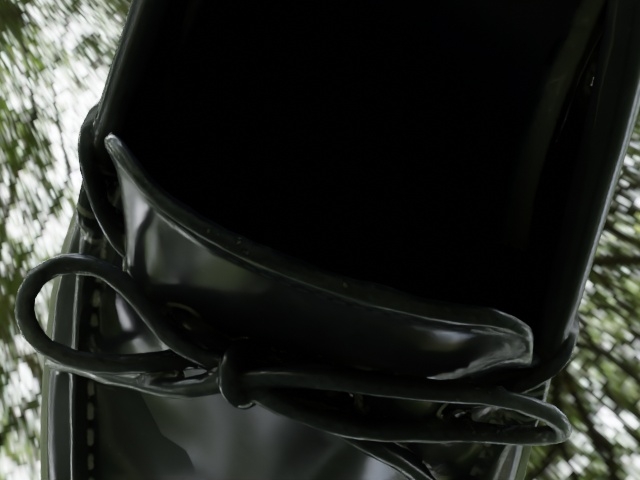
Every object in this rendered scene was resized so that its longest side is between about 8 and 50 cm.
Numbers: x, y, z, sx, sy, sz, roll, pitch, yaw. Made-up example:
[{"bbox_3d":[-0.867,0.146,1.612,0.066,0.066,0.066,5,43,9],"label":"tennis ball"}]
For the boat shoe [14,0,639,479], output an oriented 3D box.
[{"bbox_3d":[0.000,0.000,0.589,0.186,0.156,0.500,21,-62,6],"label":"boat shoe"}]
